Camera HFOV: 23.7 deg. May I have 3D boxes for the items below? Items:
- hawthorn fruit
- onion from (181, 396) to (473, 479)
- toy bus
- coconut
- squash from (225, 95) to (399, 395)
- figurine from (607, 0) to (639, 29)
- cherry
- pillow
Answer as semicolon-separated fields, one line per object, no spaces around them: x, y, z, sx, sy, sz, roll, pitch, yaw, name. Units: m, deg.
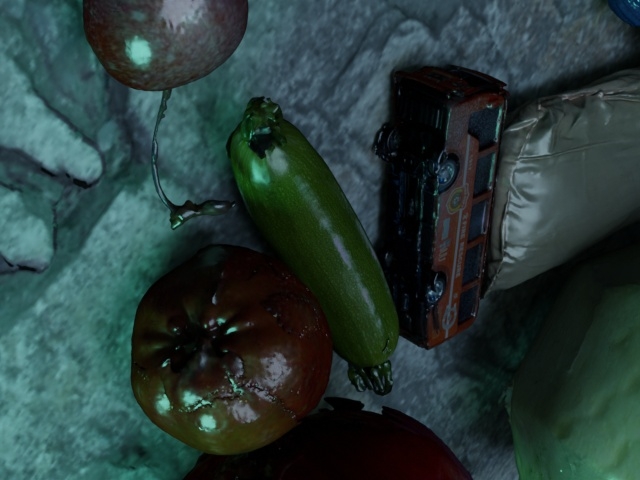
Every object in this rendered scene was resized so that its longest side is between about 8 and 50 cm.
-0.057;0.082;1.104;0.148;0.148;0.172;-59;155;3;hawthorn fruit
0.001;0.250;1.158;0.276;0.276;0.276;-21;127;-31;onion
0.094;-0.028;1.220;0.096;0.073;0.235;-23;129;-42;toy bus
0.343;0.130;1.357;0.352;0.352;0.352;-21;127;-31;coconut
-0.002;-0.002;1.136;0.071;0.080;0.318;-41;136;-15;squash
0.287;-0.182;1.277;0.079;0.077;0.136;-25;111;-4;figurine
-0.088;-0.114;0.986;0.107;0.090;0.225;-36;133;-23;cherry
0.241;-0.061;1.322;0.270;0.067;0.173;-19;121;-33;pillow
